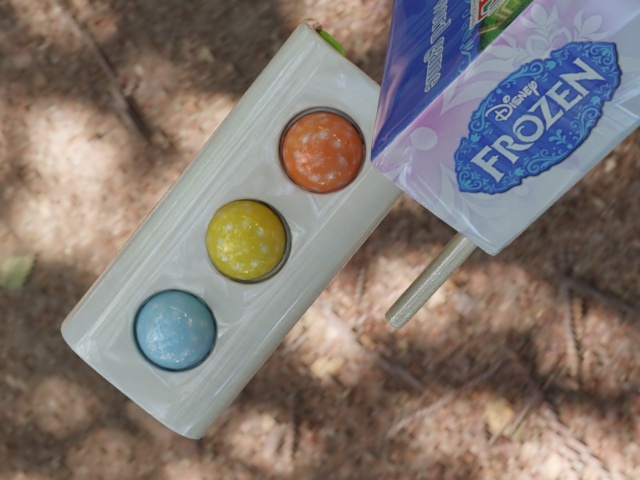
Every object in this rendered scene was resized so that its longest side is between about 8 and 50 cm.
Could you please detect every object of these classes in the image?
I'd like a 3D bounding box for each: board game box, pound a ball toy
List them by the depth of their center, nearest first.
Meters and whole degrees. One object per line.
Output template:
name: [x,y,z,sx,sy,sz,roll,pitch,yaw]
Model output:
board game box: [0.153,-0.193,0.677,0.066,0.318,0.318,36,120,-17]
pound a ball toy: [0.000,0.000,1.201,0.208,0.136,0.319,40,101,-3]
